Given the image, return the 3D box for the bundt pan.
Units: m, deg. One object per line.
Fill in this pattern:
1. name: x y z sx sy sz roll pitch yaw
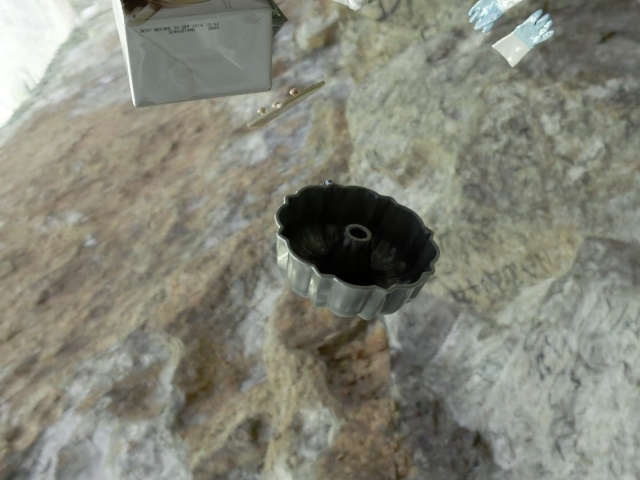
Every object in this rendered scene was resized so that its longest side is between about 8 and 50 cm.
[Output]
1. bundt pan: 0.059 0.030 1.706 0.331 0.124 0.331 11 -142 -9

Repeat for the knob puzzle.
1. knob puzzle: -0.077 -0.326 2.022 0.213 0.030 0.213 -30 -176 2

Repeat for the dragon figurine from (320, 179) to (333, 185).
1. dragon figurine: 0.000 0.000 1.928 0.144 0.289 0.085 2 -143 15

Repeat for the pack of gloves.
1. pack of gloves: 0.487 -0.561 2.261 0.046 0.195 0.232 -46 -176 -25

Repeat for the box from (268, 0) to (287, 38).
1. box: -0.186 -0.417 1.453 0.056 0.183 0.231 -43 166 34

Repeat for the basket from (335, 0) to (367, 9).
1. basket: -0.042 -0.549 1.251 0.331 0.328 0.266 22 91 -85

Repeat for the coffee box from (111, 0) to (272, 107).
1. coffee box: -0.175 -0.304 1.092 0.168 0.119 0.297 -9 -136 -13
